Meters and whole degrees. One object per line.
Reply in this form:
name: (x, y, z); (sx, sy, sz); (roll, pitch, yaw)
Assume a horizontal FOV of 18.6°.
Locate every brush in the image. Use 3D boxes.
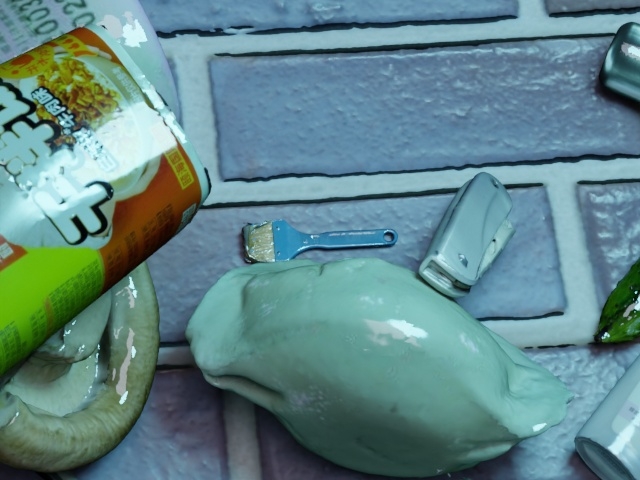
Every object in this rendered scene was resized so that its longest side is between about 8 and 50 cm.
brush: (0.000, 0.000, 2.042); (0.164, 0.014, 0.051); (-3, 67, -8)

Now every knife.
knife: (0.151, -0.004, 1.953); (0.073, 0.265, 0.040); (42, 113, -1)

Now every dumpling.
dumpling: (0.046, 0.121, 1.903); (0.320, 0.270, 0.212); (38, 90, -14)

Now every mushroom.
mushroom: (-0.227, 0.116, 1.903); (0.151, 0.156, 0.285); (40, 54, -24)

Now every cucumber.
cucumber: (0.361, 0.031, 2.035); (0.069, 0.069, 0.227); (41, 72, 13)

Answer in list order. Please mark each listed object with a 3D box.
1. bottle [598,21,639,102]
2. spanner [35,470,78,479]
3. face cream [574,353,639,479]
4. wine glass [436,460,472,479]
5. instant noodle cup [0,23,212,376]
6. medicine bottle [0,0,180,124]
bottle: (0.425, -0.149, 2.115); (0.254, 0.079, 0.096); (23, 101, 6)
spanner: (-0.324, 0.211, 1.903); (0.325, 0.040, 0.095); (42, 68, 12)
face cream: (0.371, 0.137, 1.982); (0.107, 0.073, 0.269); (46, 68, -1)
wine glass: (0.217, 0.372, 1.805); (0.357, 0.190, 0.190); (33, 67, 4)
instant noodle cup: (-0.283, -0.026, 1.737); (0.308, 0.294, 0.294); (-35, 73, -20)
medicine bottle: (-0.354, -0.120, 1.950); (0.388, 0.219, 0.219); (-26, 71, -16)
